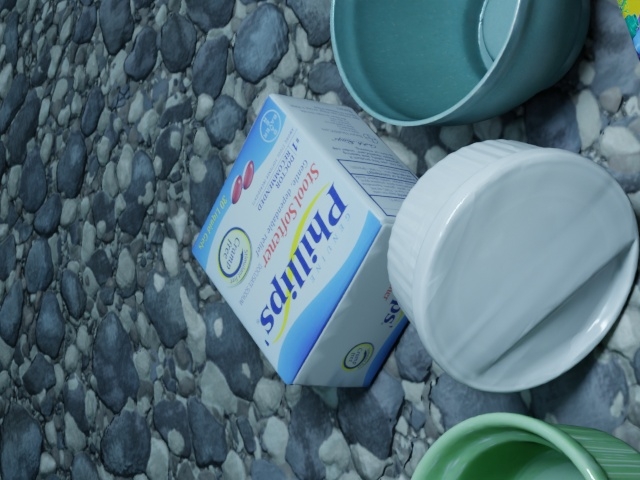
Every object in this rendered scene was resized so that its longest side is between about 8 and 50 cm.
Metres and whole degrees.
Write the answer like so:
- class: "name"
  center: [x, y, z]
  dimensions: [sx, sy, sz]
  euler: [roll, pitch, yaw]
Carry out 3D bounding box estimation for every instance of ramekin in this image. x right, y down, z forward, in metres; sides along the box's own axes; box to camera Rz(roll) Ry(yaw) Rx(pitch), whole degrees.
- class: "ramekin"
  center: [0.195, 0.017, 1.442]
  dimensions: [0.127, 0.273, 0.272]
  euler: [41, 116, 57]
- class: "ramekin"
  center: [0.239, 0.334, 1.429]
  dimensions: [0.303, 0.148, 0.303]
  euler: [-7, 81, 48]

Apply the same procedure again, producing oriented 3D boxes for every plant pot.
- class: "plant pot"
  center: [0.181, -0.263, 1.529]
  dimensions: [0.293, 0.196, 0.293]
  euler: [-7, 81, 49]

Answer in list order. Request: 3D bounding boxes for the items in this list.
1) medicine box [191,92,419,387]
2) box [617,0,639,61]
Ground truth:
- class: "medicine box"
  center: [0.000, 0.000, 1.741]
  dimensions: [0.289, 0.149, 0.263]
  euler: [51, 122, 40]
- class: "box"
  center: [0.440, -0.173, 1.175]
  dimensions: [0.279, 0.177, 0.289]
  euler: [126, 134, -59]
